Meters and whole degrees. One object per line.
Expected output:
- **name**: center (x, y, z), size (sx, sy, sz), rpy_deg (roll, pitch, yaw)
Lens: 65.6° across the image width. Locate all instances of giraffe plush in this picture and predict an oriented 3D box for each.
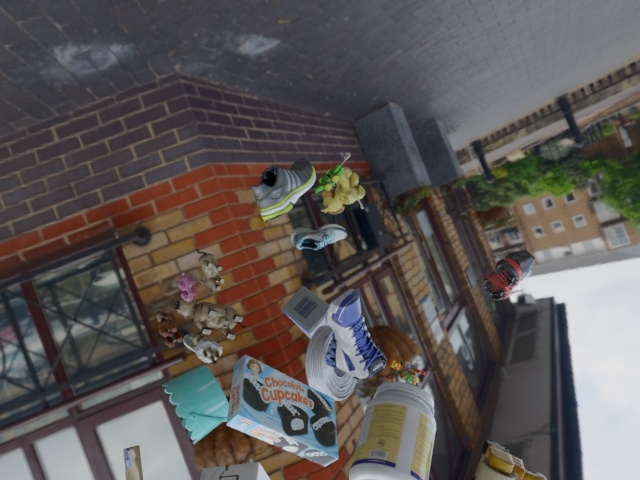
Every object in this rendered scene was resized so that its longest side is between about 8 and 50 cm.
- **giraffe plush**: center (0.082, -0.191, 2.131), size (0.170, 0.210, 0.181), rpy_deg (-28, 150, 29)

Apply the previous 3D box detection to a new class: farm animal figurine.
- **farm animal figurine**: center (-0.410, 0.229, 1.746), size (0.330, 0.326, 0.172), rpy_deg (-53, -147, -6)

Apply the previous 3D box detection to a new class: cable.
- **cable**: center (0.042, 0.429, 1.740), size (0.089, 0.257, 0.257), rpy_deg (-7, -162, 33)

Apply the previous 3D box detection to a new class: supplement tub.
- **supplement tub**: center (0.242, 0.654, 1.602), size (0.241, 0.241, 0.331), rpy_deg (-22, -151, 37)

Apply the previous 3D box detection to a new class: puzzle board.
- **puzzle board**: center (-0.583, 0.709, 1.546), size (0.011, 0.128, 0.096), rpy_deg (-16, 163, 4)

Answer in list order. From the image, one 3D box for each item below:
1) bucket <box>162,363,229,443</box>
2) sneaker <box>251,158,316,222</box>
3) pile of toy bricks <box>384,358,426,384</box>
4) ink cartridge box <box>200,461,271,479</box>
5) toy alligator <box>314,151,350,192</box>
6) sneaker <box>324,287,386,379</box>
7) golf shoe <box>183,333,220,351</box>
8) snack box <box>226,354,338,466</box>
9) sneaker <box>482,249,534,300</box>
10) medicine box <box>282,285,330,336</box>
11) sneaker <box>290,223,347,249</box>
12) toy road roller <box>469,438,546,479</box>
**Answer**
- **bucket**: center (-0.492, 0.649, 1.998), size (0.183, 0.281, 0.281), rpy_deg (-27, -179, -24)
- **sneaker**: center (-0.106, -0.182, 1.496), size (0.111, 0.121, 0.300), rpy_deg (-11, -151, 29)
- **pile of toy bricks**: center (0.396, 0.614, 2.251), size (0.212, 0.118, 0.105), rpy_deg (28, 164, -35)
- **ink cartridge box**: center (-0.273, 0.807, 1.623), size (0.203, 0.148, 0.086), rpy_deg (-11, -145, 12)
- **toy alligator**: center (0.055, -0.236, 1.800), size (0.190, 0.056, 0.051), rpy_deg (-47, 136, 10)
- **sneaker**: center (0.117, 0.304, 1.486), size (0.182, 0.316, 0.127), rpy_deg (30, -134, 33)
- **golf shoe**: center (-0.482, 0.430, 1.968), size (0.086, 0.069, 0.176), rpy_deg (-31, 131, 30)
- **snack box**: center (-0.094, 0.454, 1.327), size (0.060, 0.321, 0.187), rpy_deg (-44, -153, 26)
- **sneaker**: center (0.621, 0.111, 1.631), size (0.135, 0.098, 0.276), rpy_deg (-35, 158, -13)
- **medicine box**: center (0.014, 0.376, 2.176), size (0.149, 0.289, 0.263), rpy_deg (-46, -147, -11)
- **sneaker**: center (0.000, 0.000, 2.454), size (0.282, 0.110, 0.122), rpy_deg (-8, -144, -9)
- **toy road roller**: center (0.673, 0.871, 1.770), size (0.240, 0.203, 0.329), rpy_deg (20, 178, 20)
